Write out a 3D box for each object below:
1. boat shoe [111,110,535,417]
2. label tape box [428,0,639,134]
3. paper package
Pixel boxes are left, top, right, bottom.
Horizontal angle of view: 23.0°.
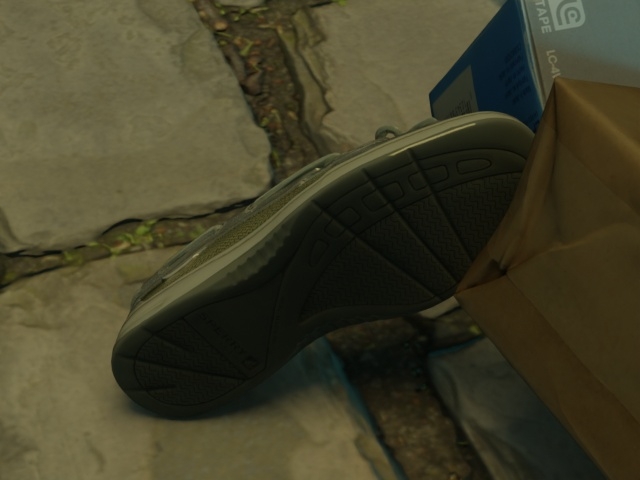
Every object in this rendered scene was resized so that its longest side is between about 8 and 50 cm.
[{"bbox_3d":[0.000,0.002,1.035,0.320,0.118,0.103,-33,30,18],"label":"boat shoe"},{"bbox_3d":[0.278,-0.119,1.134,0.347,0.249,0.115,-9,81,-11],"label":"label tape box"},{"bbox_3d":[0.300,0.055,0.930,0.324,0.168,0.309,1,33,-34],"label":"paper package"}]
